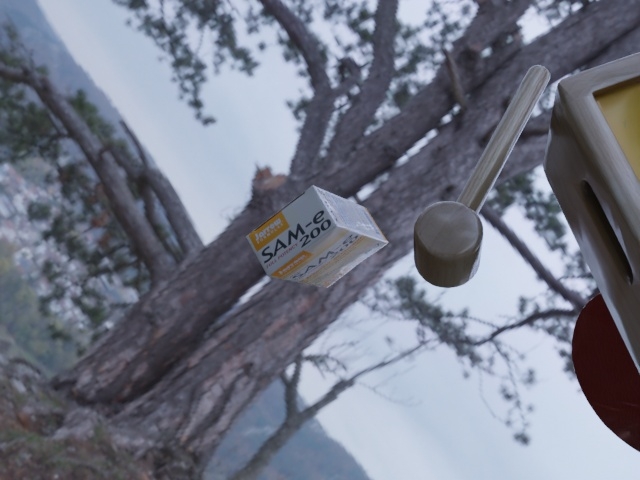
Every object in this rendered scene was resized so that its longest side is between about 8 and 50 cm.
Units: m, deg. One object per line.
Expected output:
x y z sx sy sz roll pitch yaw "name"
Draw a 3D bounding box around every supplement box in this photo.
0.000 0.000 0.641 0.036 0.062 0.098 59 18 20 "supplement box"

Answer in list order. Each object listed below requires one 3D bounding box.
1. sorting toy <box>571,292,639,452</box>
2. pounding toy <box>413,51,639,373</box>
0.289 0.177 0.592 0.127 0.126 0.366 -9 -76 55 "sorting toy"
0.140 -0.033 0.408 0.094 0.206 0.181 71 1 -65 "pounding toy"
